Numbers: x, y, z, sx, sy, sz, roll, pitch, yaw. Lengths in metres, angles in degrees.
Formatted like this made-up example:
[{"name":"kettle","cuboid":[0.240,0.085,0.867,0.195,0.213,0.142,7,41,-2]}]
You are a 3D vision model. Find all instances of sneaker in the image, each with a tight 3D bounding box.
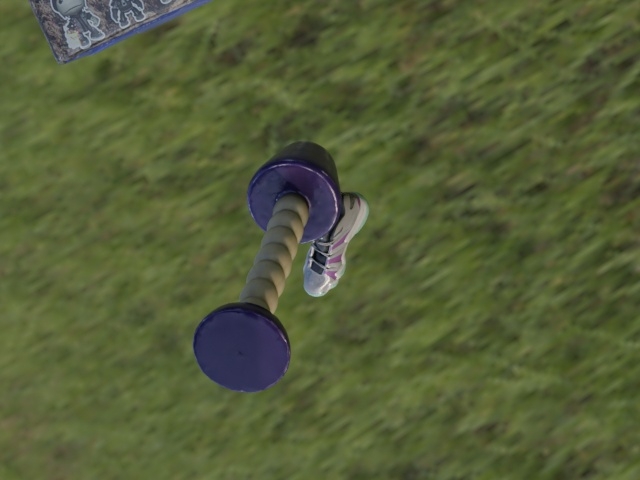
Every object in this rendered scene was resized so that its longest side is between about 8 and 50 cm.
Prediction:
[{"name":"sneaker","cuboid":[0.000,0.000,1.556,0.038,0.098,0.069,24,-175,26]}]

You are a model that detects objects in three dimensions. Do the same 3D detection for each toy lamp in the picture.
[{"name":"toy lamp","cuboid":[-0.033,0.006,1.382,0.080,0.275,0.080,4,120,8]}]

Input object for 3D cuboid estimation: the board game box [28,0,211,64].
[{"name":"board game box","cuboid":[-0.175,-0.285,1.280,0.232,0.141,0.291,-119,4,-83]}]
